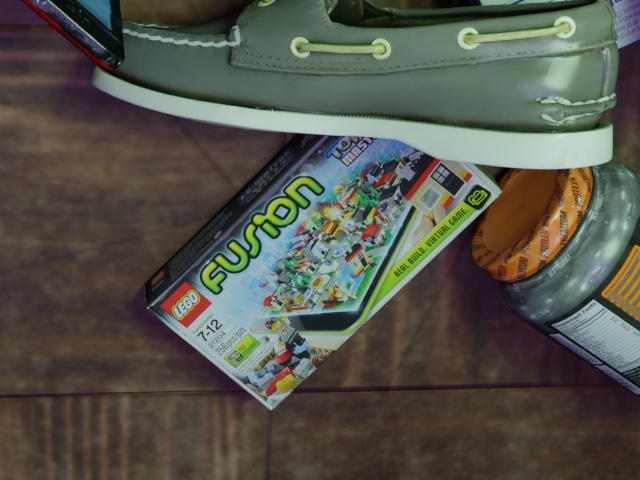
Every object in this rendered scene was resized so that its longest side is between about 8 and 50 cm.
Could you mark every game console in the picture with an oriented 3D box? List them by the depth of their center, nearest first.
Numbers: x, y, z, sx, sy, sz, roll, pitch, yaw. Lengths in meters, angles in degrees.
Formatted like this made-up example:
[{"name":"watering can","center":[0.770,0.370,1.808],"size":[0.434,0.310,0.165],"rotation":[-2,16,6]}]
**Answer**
[{"name":"game console","center":[-0.130,-0.176,0.863],"size":[0.124,0.144,0.085],"rotation":[40,104,-22]}]

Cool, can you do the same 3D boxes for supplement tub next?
[{"name":"supplement tub","center":[0.195,0.026,1.023],"size":[0.190,0.117,0.117],"rotation":[34,105,-21]}]

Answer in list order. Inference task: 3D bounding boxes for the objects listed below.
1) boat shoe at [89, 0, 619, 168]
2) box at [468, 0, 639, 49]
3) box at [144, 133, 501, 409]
[{"name":"boat shoe","center":[0.015,-0.104,0.908],"size":[0.305,0.109,0.091],"rotation":[9,105,18]},{"name":"box","center":[0.140,-0.177,0.947],"size":[0.126,0.072,0.137],"rotation":[-24,115,2]},{"name":"box","center":[0.000,0.000,1.024],"size":[0.207,0.036,0.114],"rotation":[-44,113,11]}]
